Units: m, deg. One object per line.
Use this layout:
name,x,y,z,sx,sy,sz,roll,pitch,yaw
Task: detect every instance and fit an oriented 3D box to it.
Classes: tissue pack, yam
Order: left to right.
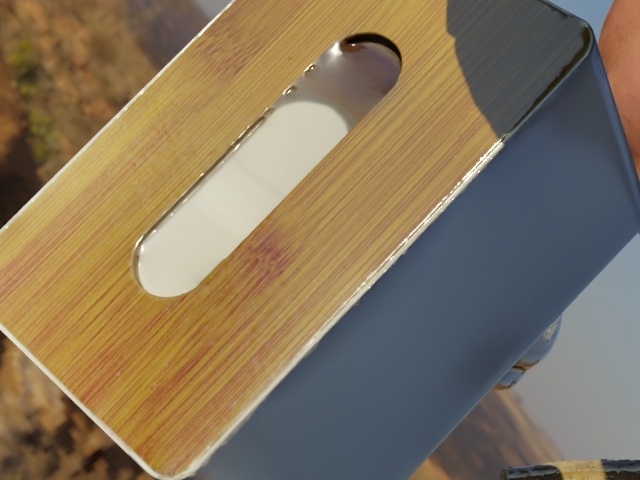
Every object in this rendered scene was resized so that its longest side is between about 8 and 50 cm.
tissue pack,0.001,0.001,0.749,0.159,0.246,0.136,37,-11,36
yam,0.222,0.201,1.462,0.032,0.145,0.032,-6,90,-70

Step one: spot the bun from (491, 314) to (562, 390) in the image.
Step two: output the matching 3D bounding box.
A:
bun,0.088,0.058,1.257,0.173,0.173,0.120,52,40,-46

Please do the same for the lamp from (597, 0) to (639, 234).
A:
lamp,0.329,-0.083,1.188,0.305,0.239,0.305,34,47,-47
